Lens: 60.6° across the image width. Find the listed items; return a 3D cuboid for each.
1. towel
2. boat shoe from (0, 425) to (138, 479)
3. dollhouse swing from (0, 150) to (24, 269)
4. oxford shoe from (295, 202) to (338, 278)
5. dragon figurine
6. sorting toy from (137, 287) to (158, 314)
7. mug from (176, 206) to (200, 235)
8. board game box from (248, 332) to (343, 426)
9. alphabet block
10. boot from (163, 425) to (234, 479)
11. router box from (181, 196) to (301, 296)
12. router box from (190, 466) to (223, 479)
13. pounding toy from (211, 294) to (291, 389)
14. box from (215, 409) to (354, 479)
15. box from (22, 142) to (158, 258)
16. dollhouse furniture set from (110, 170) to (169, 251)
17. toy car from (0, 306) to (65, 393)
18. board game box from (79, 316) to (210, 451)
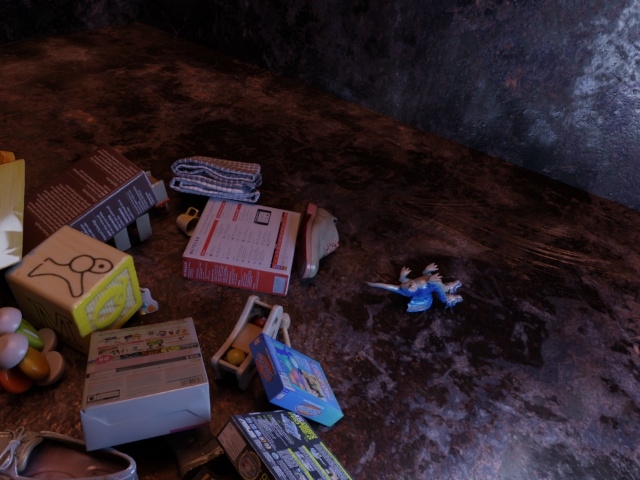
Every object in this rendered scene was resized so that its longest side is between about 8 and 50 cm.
[{"bbox_3d":[-0.334,-0.210,1.816,0.284,0.121,0.235,9,9,-5],"label":"towel"},{"bbox_3d":[-0.487,0.399,0.990,0.321,0.103,0.118,14,34,3],"label":"boat shoe"},{"bbox_3d":[-0.866,-0.047,1.173,0.347,0.315,0.305,5,3,41],"label":"dollhouse swing"},{"bbox_3d":[0.000,0.000,1.702,0.130,0.123,0.348,17,37,-8],"label":"oxford shoe"},{"bbox_3d":[0.280,0.151,1.600,0.289,0.144,0.085,-12,39,-2],"label":"dragon figurine"},{"bbox_3d":[-0.459,0.142,1.391,0.083,0.075,0.045,23,36,16],"label":"sorting toy"},{"bbox_3d":[-0.410,-0.058,1.704,0.064,0.062,0.078,25,59,32],"label":"mug"},{"bbox_3d":[-0.053,0.307,1.203,0.210,0.047,0.160,38,14,-41],"label":"board game box"},{"bbox_3d":[-0.561,0.115,1.269,0.197,0.193,0.192,24,50,15],"label":"alphabet block"},{"bbox_3d":[-0.243,0.380,1.136,0.190,0.076,0.208,-8,32,-31],"label":"boot"},{"bbox_3d":[-0.225,0.007,1.650,0.301,0.082,0.335,11,34,-2],"label":"router box"},{"bbox_3d":[-0.196,0.558,0.875,0.243,0.081,0.309,26,37,19],"label":"router box"},{"bbox_3d":[-0.127,0.235,1.294,0.155,0.154,0.269,21,36,12],"label":"pounding toy"},{"bbox_3d":[-0.041,0.437,1.017,0.270,0.060,0.216,43,12,32],"label":"box"},{"bbox_3d":[-0.653,-0.074,1.465,0.191,0.143,0.381,35,63,27],"label":"box"},{"bbox_3d":[-0.595,-0.092,1.672,0.262,0.135,0.259,34,51,28],"label":"dollhouse furniture set"},{"bbox_3d":[-0.644,0.243,1.154,0.136,0.159,0.182,-39,50,-5],"label":"toy car"},{"bbox_3d":[-0.355,0.274,1.117,0.224,0.097,0.303,-7,19,-16],"label":"board game box"}]
